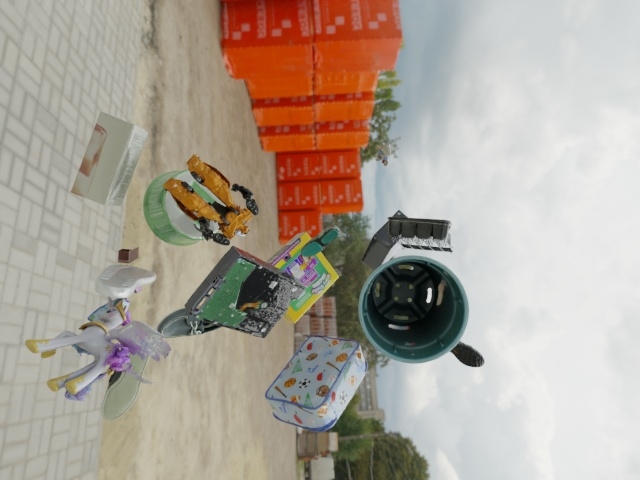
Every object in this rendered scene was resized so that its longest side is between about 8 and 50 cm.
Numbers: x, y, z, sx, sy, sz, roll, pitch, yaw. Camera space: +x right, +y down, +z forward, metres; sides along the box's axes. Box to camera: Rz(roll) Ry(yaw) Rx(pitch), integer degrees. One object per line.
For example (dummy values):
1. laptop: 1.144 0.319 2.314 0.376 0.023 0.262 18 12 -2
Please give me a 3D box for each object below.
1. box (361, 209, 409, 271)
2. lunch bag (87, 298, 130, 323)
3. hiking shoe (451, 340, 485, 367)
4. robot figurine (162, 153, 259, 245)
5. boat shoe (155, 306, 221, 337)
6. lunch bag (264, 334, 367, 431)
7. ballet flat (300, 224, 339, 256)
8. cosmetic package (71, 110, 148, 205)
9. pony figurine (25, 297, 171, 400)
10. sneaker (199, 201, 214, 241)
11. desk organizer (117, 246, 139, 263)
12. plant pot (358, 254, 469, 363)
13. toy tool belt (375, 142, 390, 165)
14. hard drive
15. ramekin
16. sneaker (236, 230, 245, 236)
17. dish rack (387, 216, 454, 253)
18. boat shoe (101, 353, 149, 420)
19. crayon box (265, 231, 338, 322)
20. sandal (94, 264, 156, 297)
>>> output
1. box: 0.299 0.011 1.884 0.103 0.184 0.261 43 -25 15
2. lunch bag: -0.883 0.307 1.781 0.151 0.096 0.129 -48 -179 -19
3. hiking shoe: 0.586 0.448 1.772 0.114 0.226 0.086 -22 137 -65
4. robot figurine: -0.339 -0.122 1.335 0.291 0.211 0.085 43 -10 -5
5. boat shoe: -0.509 0.336 1.734 0.099 0.319 0.116 25 -61 51
6. lunch bag: -0.011 0.413 1.262 0.303 0.243 0.115 -43 120 -46
7. ballet flat: 0.000 0.000 1.677 0.070 0.188 0.070 48 22 -26
8. cosmetic package: -0.737 -0.280 1.478 0.153 0.129 0.296 -147 -101 -85
9. pony figurine: -0.723 0.372 1.424 0.303 0.351 0.363 -52 172 31
10. sneaker: -0.421 -0.073 1.543 0.170 0.051 0.089 -114 -161 -62
11. desk organizer: -0.802 0.057 1.754 0.130 0.047 0.050 -131 -134 -80
12. plant pot: 0.304 0.208 1.470 0.334 0.340 0.342 -27 114 -84
13. toy tool belt: 0.207 -0.292 1.428 0.083 0.051 0.052 95 -3 -58
14. hard drive: -0.223 0.173 1.318 0.064 0.237 0.339 43 6 38
15. ramekin: -0.512 -0.132 1.634 0.148 0.303 0.304 -4 -91 45
16. sneaker: -0.488 -0.061 2.471 0.059 0.053 0.144 -68 159 4
17. dish rack: 0.357 -0.011 1.453 0.271 0.208 0.074 27 72 -62
18. boat shoe: -0.842 0.595 1.813 0.113 0.127 0.340 9 -99 63
19. crayon box: -0.125 0.188 2.167 0.313 0.363 0.106 55 -29 -14
20. sandal: -0.742 0.166 1.565 0.416 0.169 0.102 -149 -101 -84
